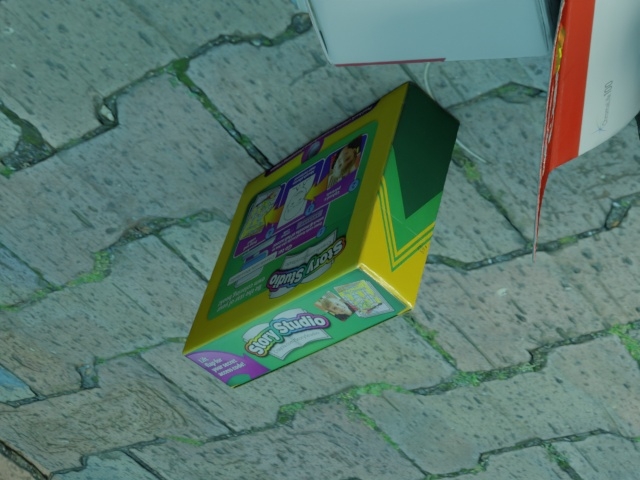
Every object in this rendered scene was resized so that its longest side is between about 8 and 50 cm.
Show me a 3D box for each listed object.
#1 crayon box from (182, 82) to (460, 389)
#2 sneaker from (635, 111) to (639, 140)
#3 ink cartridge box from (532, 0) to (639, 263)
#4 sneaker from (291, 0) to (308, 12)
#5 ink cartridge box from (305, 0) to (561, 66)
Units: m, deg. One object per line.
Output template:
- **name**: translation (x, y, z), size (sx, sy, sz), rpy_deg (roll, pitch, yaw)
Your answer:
- **crayon box**: translation (0.000, 0.000, 1.733), size (0.106, 0.313, 0.363), rpy_deg (36, 139, -24)
- **sneaker**: translation (0.429, -0.153, 1.595), size (0.089, 0.051, 0.170), rpy_deg (-4, 144, 25)
- **ink cartridge box**: translation (0.289, -0.208, 1.293), size (0.091, 0.385, 0.308), rpy_deg (10, 143, 13)
- **sneaker**: translation (-0.070, -0.407, 1.398), size (0.150, 0.135, 0.366), rpy_deg (2, 130, 21)
- **ink cartridge box**: translation (0.130, -0.318, 1.279), size (0.226, 0.306, 0.131), rpy_deg (-2, 139, 23)
